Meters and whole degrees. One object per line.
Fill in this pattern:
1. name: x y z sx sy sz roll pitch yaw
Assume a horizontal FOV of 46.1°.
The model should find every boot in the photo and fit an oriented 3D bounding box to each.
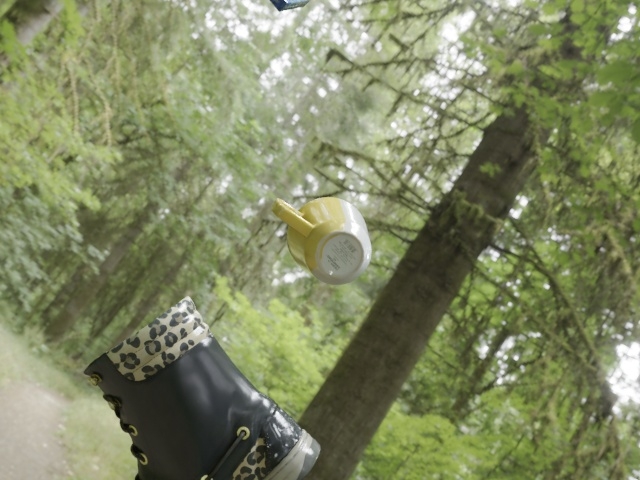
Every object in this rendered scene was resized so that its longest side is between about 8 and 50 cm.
1. boot: -0.141 0.177 0.611 0.178 0.236 0.085 53 0 -3

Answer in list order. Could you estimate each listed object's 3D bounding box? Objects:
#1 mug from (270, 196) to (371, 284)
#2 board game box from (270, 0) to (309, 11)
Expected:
1. mug: 0.002 0.003 0.547 0.078 0.062 0.064 2 12 -8
2. board game box: -0.063 -0.363 1.049 0.020 0.090 0.090 -37 -86 28
